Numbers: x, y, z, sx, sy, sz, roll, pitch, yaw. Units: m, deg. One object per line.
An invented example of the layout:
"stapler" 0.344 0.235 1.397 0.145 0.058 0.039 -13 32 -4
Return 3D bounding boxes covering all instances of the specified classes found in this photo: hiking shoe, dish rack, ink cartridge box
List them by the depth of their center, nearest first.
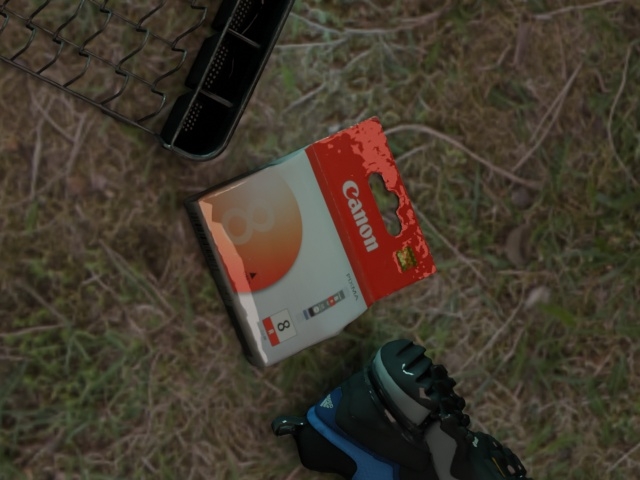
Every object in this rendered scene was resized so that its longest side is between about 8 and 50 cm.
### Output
"dish rack" -0.162 -0.201 1.341 0.272 0.074 0.208 27 82 -19
"ink cartridge box" 0.000 0.000 1.423 0.179 0.045 0.145 -24 100 -16
"hiking shoe" 0.097 0.215 1.450 0.132 0.113 0.304 -31 111 14
